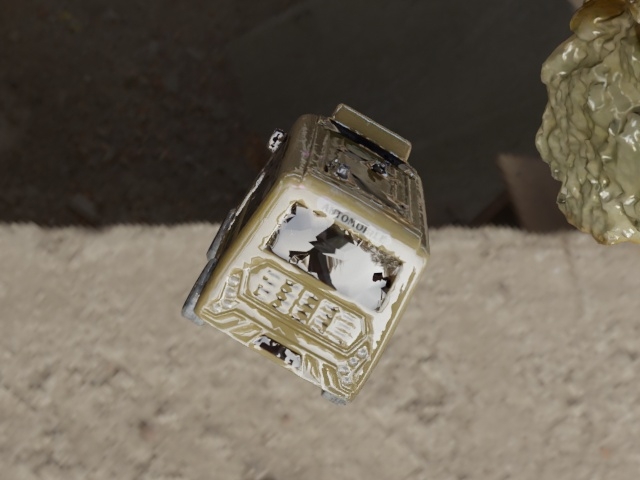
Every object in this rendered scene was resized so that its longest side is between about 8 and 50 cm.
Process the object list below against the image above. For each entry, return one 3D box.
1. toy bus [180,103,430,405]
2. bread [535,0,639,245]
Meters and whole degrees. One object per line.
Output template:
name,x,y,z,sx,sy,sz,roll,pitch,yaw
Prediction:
toy bus,0.000,0.000,1.206,0.139,0.157,0.289,31,13,-4
bread,0.259,-0.051,0.899,0.192,0.171,0.314,-5,24,-12
